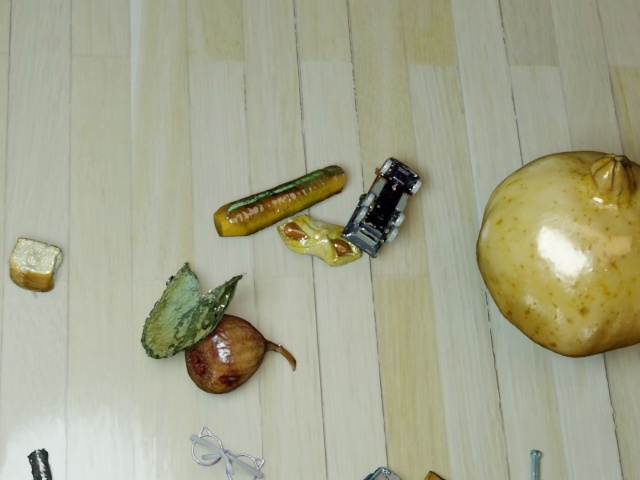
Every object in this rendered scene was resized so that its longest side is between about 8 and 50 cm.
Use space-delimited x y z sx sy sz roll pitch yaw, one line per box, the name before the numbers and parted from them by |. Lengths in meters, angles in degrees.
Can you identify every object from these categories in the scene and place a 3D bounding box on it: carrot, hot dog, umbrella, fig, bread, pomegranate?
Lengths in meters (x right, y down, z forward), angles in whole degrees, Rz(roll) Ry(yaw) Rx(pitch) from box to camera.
carrot | -0.073 -0.073 1.833 0.260 0.070 0.070 -24 78 -19
hot dog | 0.000 -0.001 1.822 0.168 0.061 0.078 16 70 -5
umbrella | -0.444 0.409 1.611 0.037 0.040 0.144 -16 72 -8
fig | -0.126 0.187 1.703 0.201 0.146 0.134 -6 79 -28
bread | -0.491 0.043 1.709 0.083 0.070 0.077 17 68 -2
pomegranate | 0.462 0.001 1.724 0.409 0.410 0.410 3 71 -10

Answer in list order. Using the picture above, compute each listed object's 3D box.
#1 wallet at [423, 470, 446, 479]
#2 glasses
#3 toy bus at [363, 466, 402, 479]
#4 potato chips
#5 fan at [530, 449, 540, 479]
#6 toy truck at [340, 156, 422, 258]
wallet | 0.224 0.519 1.704 0.195 0.042 0.161 36 65 5
glasses | -0.157 0.357 1.649 0.139 0.104 0.063 29 71 3
toy bus | 0.071 0.457 1.690 0.065 0.047 0.166 44 70 10
potato chips | -0.218 0.111 1.677 0.029 0.219 0.202 44 51 -31
fan | 0.381 0.466 1.755 0.016 0.038 0.193 13 67 -19
toy truck | 0.111 -0.059 1.833 0.083 0.092 0.192 33 56 -6
